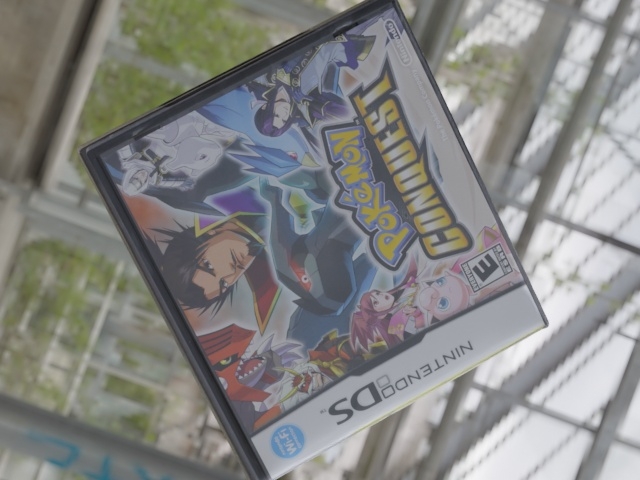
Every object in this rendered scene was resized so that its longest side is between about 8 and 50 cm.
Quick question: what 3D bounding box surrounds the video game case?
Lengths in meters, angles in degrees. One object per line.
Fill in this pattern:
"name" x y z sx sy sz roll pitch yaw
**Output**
"video game case" 0.000 0.000 1.136 0.248 0.275 0.035 -28 -168 -9
